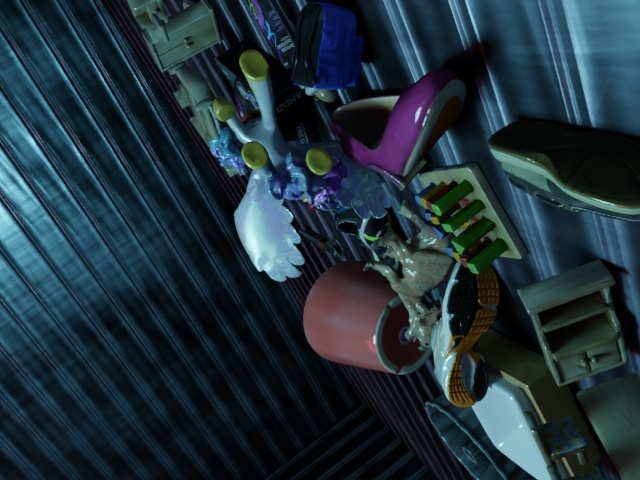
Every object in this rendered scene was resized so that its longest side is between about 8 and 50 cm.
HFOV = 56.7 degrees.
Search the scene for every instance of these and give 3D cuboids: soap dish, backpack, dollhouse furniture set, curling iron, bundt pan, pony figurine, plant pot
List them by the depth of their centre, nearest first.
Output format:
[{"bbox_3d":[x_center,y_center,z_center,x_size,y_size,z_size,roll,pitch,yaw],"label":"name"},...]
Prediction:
[{"bbox_3d":[0.339,0.168,0.691,0.242,0.212,0.161,-97,-19,-55],"label":"dollhouse furniture set"},{"bbox_3d":[0.011,-0.292,0.891,0.098,0.101,0.120,29,121,53],"label":"backpack"},{"bbox_3d":[-0.062,-0.132,1.081,0.351,0.302,0.363,56,176,2],"label":"pony figurine"},{"bbox_3d":[0.384,0.315,1.117,0.291,0.118,0.229,58,167,-21],"label":"soap dish"},{"bbox_3d":[-0.244,-0.379,1.347,0.356,0.173,0.303,53,169,21],"label":"dollhouse furniture set"},{"bbox_3d":[0.134,0.196,1.431,0.243,0.275,0.275,12,138,56],"label":"plant pot"},{"bbox_3d":[0.417,0.502,1.488,0.331,0.124,0.331,50,166,17],"label":"bundt pan"},{"bbox_3d":[0.000,0.000,1.861,0.274,0.035,0.068,29,149,60],"label":"curling iron"}]

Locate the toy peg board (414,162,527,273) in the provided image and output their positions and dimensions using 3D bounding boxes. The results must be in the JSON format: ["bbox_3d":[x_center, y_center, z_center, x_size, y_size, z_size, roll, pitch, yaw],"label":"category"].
[{"bbox_3d":[0.209,-0.027,0.921,0.161,0.079,0.160,57,167,-12],"label":"toy peg board"}]

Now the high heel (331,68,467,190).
[{"bbox_3d":[0.083,-0.178,0.841,0.181,0.127,0.377,41,170,6],"label":"high heel"}]

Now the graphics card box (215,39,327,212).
[{"bbox_3d":[-0.096,-0.257,1.388,0.233,0.094,0.371,45,164,34],"label":"graphics card box"}]

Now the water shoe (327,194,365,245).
[{"bbox_3d":[0.055,-0.065,1.354,0.203,0.080,0.073,39,160,37],"label":"water shoe"}]

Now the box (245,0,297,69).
[{"bbox_3d":[-0.080,-0.398,1.089,0.162,0.029,0.116,56,167,-17],"label":"box"}]

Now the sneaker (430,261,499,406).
[{"bbox_3d":[0.236,0.149,1.046,0.121,0.099,0.263,-149,64,-73],"label":"sneaker"}]

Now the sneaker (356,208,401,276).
[{"bbox_3d":[0.154,0.009,1.262,0.097,0.084,0.235,27,159,36],"label":"sneaker"}]

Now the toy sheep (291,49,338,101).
[{"bbox_3d":[-0.007,-0.293,0.991,0.132,0.091,0.091,68,167,-2],"label":"toy sheep"}]

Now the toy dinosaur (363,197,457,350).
[{"bbox_3d":[0.199,0.050,1.089,0.200,0.127,0.296,32,142,16],"label":"toy dinosaur"}]

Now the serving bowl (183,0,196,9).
[{"bbox_3d":[-0.308,-0.563,1.480,0.083,0.027,0.083,49,166,16],"label":"serving bowl"}]

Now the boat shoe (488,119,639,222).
[{"bbox_3d":[0.267,-0.068,0.622,0.073,0.080,0.223,55,174,-33],"label":"boat shoe"}]
